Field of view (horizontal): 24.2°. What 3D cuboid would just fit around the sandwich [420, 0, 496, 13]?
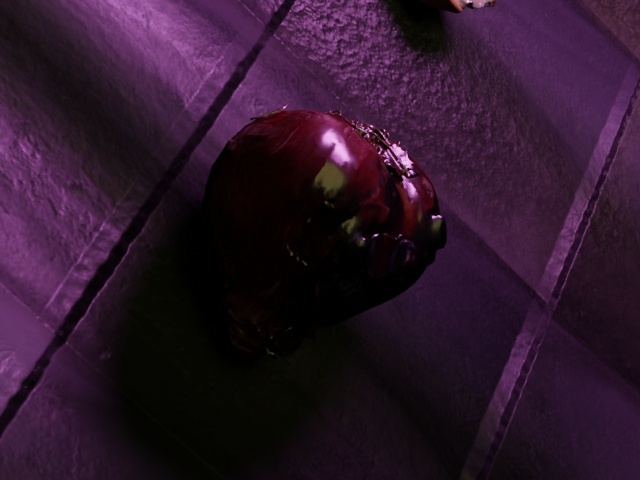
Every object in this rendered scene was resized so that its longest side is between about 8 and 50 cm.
[{"bbox_3d":[0.123,-0.393,1.892,0.094,0.096,0.258,-23,88,-37],"label":"sandwich"}]

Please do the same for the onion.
[{"bbox_3d":[0.006,-0.020,1.545,0.281,0.221,0.281,-14,109,-45],"label":"onion"}]
